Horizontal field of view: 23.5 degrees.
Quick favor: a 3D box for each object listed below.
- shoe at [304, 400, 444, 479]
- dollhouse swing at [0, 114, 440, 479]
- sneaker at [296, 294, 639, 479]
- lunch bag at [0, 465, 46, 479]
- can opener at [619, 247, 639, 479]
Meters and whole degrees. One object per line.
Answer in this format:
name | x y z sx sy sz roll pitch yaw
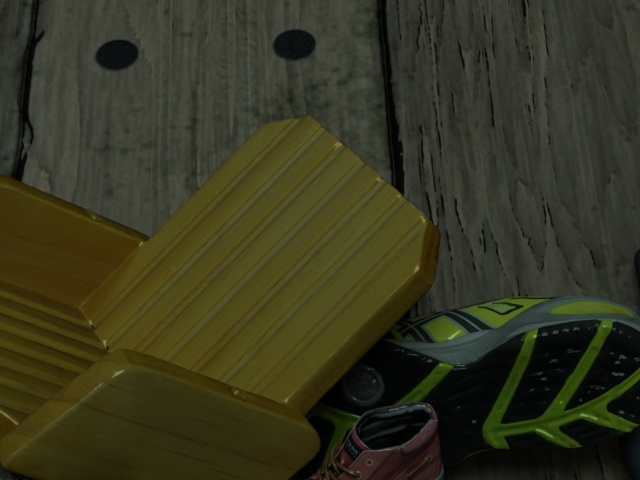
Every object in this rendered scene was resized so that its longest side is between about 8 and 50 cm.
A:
shoe | 0.018 0.190 1.239 0.178 0.081 0.063 -20 40 -18
dollhouse swing | -0.135 0.011 1.300 0.305 0.315 0.347 -56 39 10
sneaker | 0.111 0.131 1.386 0.384 0.145 0.147 -5 14 10
lunch bag | -0.270 0.300 1.211 0.305 0.212 0.256 37 82 27
can opener | 0.312 0.106 1.401 0.095 0.076 0.283 4 51 -9
